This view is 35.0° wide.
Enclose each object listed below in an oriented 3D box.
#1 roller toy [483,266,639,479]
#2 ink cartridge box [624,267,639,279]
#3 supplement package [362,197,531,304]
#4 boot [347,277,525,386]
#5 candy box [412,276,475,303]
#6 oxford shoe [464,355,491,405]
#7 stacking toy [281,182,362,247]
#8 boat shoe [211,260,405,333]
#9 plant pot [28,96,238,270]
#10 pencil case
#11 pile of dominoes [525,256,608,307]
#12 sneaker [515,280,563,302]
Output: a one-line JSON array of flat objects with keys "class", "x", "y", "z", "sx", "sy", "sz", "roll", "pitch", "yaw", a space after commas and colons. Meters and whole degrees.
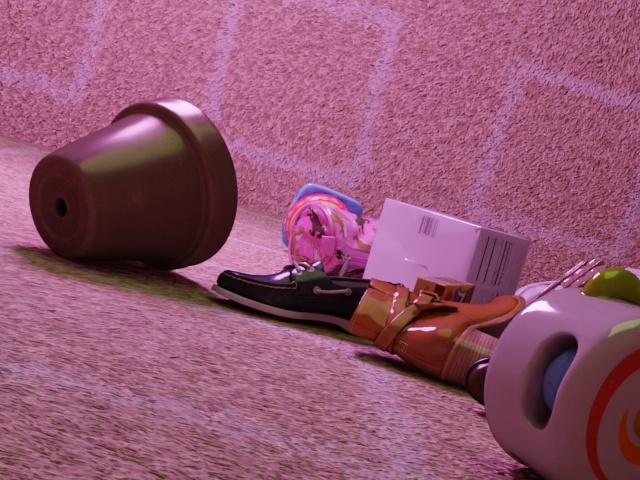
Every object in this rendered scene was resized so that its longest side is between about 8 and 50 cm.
[{"class": "roller toy", "x": 0.268, "y": 0.151, "z": 0.963, "sx": 0.191, "sy": 0.209, "sz": 0.146, "roll": -28, "pitch": 23, "yaw": -20}, {"class": "ink cartridge box", "x": 0.448, "y": 0.148, "z": 1.598, "sx": 0.311, "sy": 0.065, "sz": 0.186, "roll": -28, "pitch": 16, "yaw": -21}, {"class": "supplement package", "x": 0.228, "y": 0.053, "z": 1.910, "sx": 0.145, "sy": 0.204, "sz": 0.262, "roll": 13, "pitch": 5, "yaw": -40}, {"class": "boot", "x": 0.166, "y": 0.114, "z": 1.446, "sx": 0.220, "sy": 0.109, "sz": 0.283, "roll": 21, "pitch": 26, "yaw": 11}, {"class": "candy box", "x": 0.188, "y": 0.115, "z": 1.615, "sx": 0.053, "sy": 0.109, "sz": 0.187, "roll": 18, "pitch": 5, "yaw": 20}, {"class": "oxford shoe", "x": 0.275, "y": 0.192, "z": 1.178, "sx": 0.227, "sy": 0.082, "sz": 0.096, "roll": 17, "pitch": 9, "yaw": 14}, {"class": "stacking toy", "x": 0.000, "y": 0.000, "z": 2.293, "sx": 0.166, "sy": 0.175, "sz": 0.302, "roll": 21, "pitch": 18, "yaw": -7}, {"class": "boat shoe", "x": -0.013, "y": 0.073, "z": 1.502, "sx": 0.303, "sy": 0.091, "sz": 0.114, "roll": 14, "pitch": 5, "yaw": -29}, {"class": "plant pot", "x": -0.288, "y": -0.070, "z": 1.485, "sx": 0.263, "sy": 0.263, "sz": 0.229, "roll": 20, "pitch": 22, "yaw": 35}, {"class": "pencil case", "x": 0.119, "y": 0.029, "z": 2.129, "sx": 0.386, "sy": 0.167, "sz": 0.160, "roll": 13, "pitch": -33, "yaw": -38}, {"class": "pile of dominoes", "x": 0.438, "y": 0.123, "z": 1.918, "sx": 0.040, "sy": 0.251, "sz": 0.196, "roll": 52, "pitch": 8, "yaw": 0}, {"class": "sneaker", "x": 0.555, "y": 0.177, "z": 1.988, "sx": 0.366, "sy": 0.137, "sz": 0.210, "roll": 20, "pitch": 2, "yaw": 6}]
